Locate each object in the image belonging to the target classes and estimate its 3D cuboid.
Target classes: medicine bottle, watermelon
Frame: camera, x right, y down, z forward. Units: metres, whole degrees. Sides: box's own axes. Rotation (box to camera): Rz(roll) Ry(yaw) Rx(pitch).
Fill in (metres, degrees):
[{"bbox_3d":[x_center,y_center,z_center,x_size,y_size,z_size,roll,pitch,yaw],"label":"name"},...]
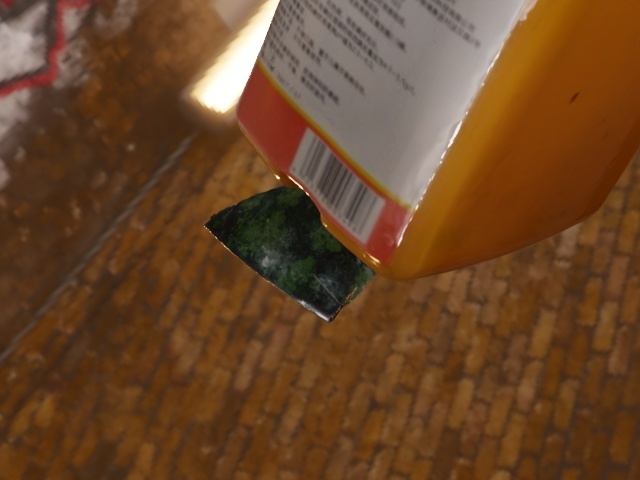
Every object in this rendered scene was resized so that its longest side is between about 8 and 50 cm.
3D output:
[{"bbox_3d":[0.078,-0.105,0.483,0.149,0.112,0.222,-17,143,-44],"label":"medicine bottle"},{"bbox_3d":[-0.004,-0.016,1.386,0.207,0.136,0.202,-35,-164,-21],"label":"watermelon"}]
